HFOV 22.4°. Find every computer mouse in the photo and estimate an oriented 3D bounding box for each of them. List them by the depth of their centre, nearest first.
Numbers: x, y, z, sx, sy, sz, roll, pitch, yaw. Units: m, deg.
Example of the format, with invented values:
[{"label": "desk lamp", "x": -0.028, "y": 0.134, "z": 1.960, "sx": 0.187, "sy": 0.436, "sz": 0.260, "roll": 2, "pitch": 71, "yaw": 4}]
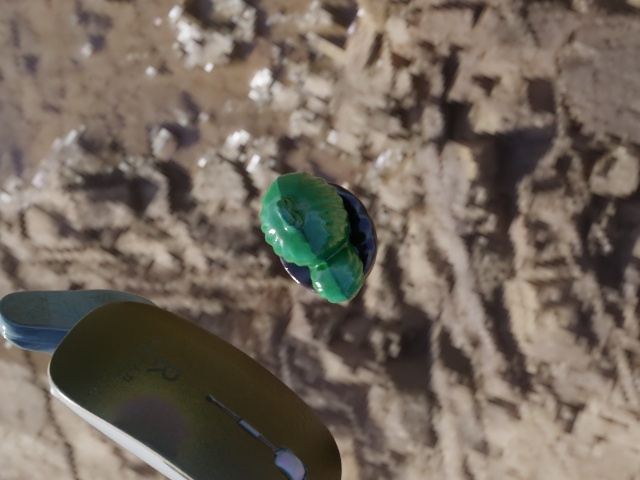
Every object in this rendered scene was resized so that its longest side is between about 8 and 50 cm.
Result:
[{"label": "computer mouse", "x": -0.092, "y": 0.137, "z": 1.242, "sx": 0.245, "sy": 0.126, "sz": 0.056, "roll": 36, "pitch": 137, "yaw": 2}]

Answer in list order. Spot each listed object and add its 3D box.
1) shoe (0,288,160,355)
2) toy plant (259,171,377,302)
[{"label": "shoe", "x": -0.261, "y": 0.103, "z": 1.754, "sx": 0.195, "sy": 0.079, "sz": 0.078, "roll": 7, "pitch": 132, "yaw": -25}, {"label": "toy plant", "x": 0.000, "y": 0.000, "z": 1.639, "sx": 0.105, "sy": 0.200, "sz": 0.143, "roll": -29, "pitch": 79, "yaw": 15}]
